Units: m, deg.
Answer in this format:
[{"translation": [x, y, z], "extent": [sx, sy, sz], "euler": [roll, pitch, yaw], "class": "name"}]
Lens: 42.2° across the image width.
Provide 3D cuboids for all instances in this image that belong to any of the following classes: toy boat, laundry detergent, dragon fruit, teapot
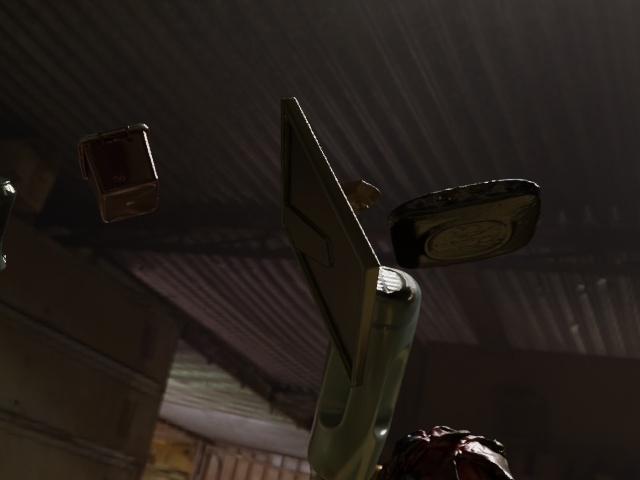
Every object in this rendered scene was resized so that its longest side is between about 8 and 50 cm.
[{"translation": [0.070, -0.093, 1.883], "extent": [0.072, 0.064, 0.206], "euler": [42, -19, -18], "class": "toy boat"}, {"translation": [0.053, 0.246, 1.277], "extent": [0.125, 0.397, 0.264], "euler": [12, 8, -3], "class": "laundry detergent"}, {"translation": [0.156, 0.305, 0.970], "extent": [0.189, 0.182, 0.182], "euler": [-5, -27, 34], "class": "dragon fruit"}, {"translation": [-0.848, -0.040, 2.029], "extent": [0.171, 0.225, 0.203], "euler": [11, 13, 24], "class": "teapot"}]

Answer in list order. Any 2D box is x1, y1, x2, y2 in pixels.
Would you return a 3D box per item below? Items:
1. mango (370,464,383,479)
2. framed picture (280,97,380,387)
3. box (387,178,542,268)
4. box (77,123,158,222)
[{"translation": [0.119, 0.545, 1.850], "extent": [0.085, 0.102, 0.184], "euler": [-13, 16, -38], "class": "mango"}, {"translation": [0.001, 0.000, 0.887], "extent": [0.018, 0.265, 0.192], "euler": [-11, -42, -15], "class": "framed picture"}, {"translation": [0.204, -0.014, 1.173], "extent": [0.213, 0.042, 0.201], "euler": [-9, -28, 8], "class": "box"}, {"translation": [-0.534, -0.173, 2.239], "extent": [0.193, 0.167, 0.294], "euler": [-18, -12, -17], "class": "box"}]
